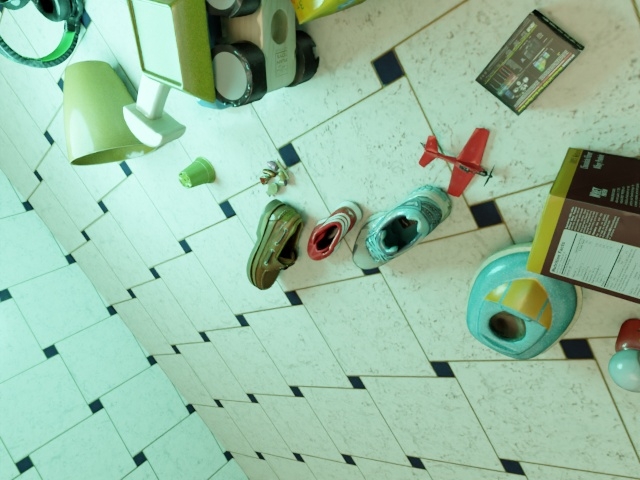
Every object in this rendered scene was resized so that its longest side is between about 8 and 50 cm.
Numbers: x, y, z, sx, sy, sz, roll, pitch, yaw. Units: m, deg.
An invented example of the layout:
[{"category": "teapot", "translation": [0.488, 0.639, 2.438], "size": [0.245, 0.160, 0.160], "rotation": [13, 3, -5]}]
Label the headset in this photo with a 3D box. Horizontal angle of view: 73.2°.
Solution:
[{"category": "headset", "translation": [-0.757, -0.658, 1.106], "size": [0.185, 0.243, 0.393], "rotation": [23, 110, 20]}]

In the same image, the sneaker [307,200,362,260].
[{"category": "sneaker", "translation": [0.000, 0.000, 1.028], "size": [0.087, 0.128, 0.221], "rotation": [42, 136, 7]}]

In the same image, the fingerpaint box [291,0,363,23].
[{"category": "fingerpaint box", "translation": [0.072, -0.527, 0.490], "size": [0.445, 0.163, 0.370], "rotation": [7, 125, 55]}]

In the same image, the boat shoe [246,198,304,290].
[{"category": "boat shoe", "translation": [-0.121, 0.040, 1.166], "size": [0.105, 0.111, 0.307], "rotation": [32, 135, 18]}]

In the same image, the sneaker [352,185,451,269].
[{"category": "sneaker", "translation": [0.140, -0.009, 0.913], "size": [0.110, 0.122, 0.283], "rotation": [47, 137, 2]}]

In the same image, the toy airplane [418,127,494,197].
[{"category": "toy airplane", "translation": [0.247, -0.149, 0.797], "size": [0.151, 0.028, 0.151], "rotation": [21, 132, 26]}]

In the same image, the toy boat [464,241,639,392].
[{"category": "toy boat", "translation": [0.423, 0.145, 0.777], "size": [0.319, 0.148, 0.267], "rotation": [23, 131, 26]}]

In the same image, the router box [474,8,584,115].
[{"category": "router box", "translation": [0.313, -0.267, 0.653], "size": [0.092, 0.038, 0.122], "rotation": [44, 137, 6]}]

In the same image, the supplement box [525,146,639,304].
[{"category": "supplement box", "translation": [0.430, -0.026, 0.618], "size": [0.194, 0.191, 0.128], "rotation": [19, 129, 27]}]

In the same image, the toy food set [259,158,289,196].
[{"category": "toy food set", "translation": [-0.117, -0.163, 1.089], "size": [0.122, 0.019, 0.077], "rotation": [-23, 103, 53]}]

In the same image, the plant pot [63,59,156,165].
[{"category": "plant pot", "translation": [-0.621, -0.363, 1.221], "size": [0.237, 0.237, 0.254], "rotation": [-8, 100, 42]}]

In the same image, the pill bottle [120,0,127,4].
[{"category": "pill bottle", "translation": [-0.270, -0.606, 0.757], "size": [0.363, 0.210, 0.210], "rotation": [-29, 99, 46]}]

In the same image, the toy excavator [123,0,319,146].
[{"category": "toy excavator", "translation": [-0.247, -0.376, 0.881], "size": [0.446, 0.222, 0.432], "rotation": [20, 129, 24]}]

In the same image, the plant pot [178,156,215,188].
[{"category": "plant pot", "translation": [-0.356, -0.184, 1.219], "size": [0.083, 0.079, 0.083], "rotation": [22, 131, 27]}]

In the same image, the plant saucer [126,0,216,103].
[{"category": "plant saucer", "translation": [-0.267, -0.345, 0.744], "size": [0.188, 0.045, 0.188], "rotation": [28, 135, 29]}]
